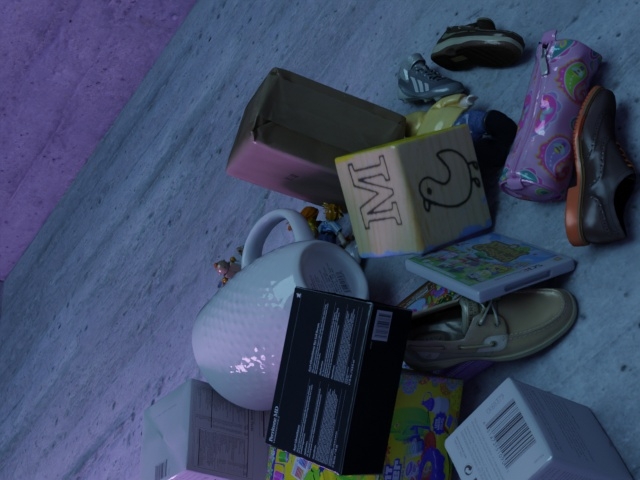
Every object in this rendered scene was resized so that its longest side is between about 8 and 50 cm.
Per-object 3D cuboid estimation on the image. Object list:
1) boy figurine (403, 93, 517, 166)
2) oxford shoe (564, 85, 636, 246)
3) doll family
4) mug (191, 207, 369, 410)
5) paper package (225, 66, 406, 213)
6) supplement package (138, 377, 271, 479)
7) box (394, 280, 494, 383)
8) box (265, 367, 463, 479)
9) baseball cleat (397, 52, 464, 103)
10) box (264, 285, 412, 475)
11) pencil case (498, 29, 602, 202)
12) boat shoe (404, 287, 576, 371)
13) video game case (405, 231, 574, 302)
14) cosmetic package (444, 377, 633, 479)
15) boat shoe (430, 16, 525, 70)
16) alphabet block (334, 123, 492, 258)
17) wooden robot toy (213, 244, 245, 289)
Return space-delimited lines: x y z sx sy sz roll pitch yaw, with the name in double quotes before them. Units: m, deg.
"boy figurine" 0.247 -0.201 1.895 0.285 0.092 0.177 15 84 60
"oxford shoe" 0.457 -0.120 1.543 0.098 0.097 0.271 -1 73 36
"doll family" 0.000 0.000 2.119 0.263 0.118 0.163 6 79 56
"mug" -0.072 0.111 1.972 0.328 0.276 0.374 -43 50 42
"paper package" -0.015 -0.196 2.022 0.325 0.310 0.168 153 135 -73
"supplement package" -0.214 0.441 2.031 0.199 0.263 0.198 -37 43 41
"box" 0.198 0.183 1.759 0.293 0.057 0.200 -42 41 35
"box" 0.067 0.355 1.662 0.279 0.177 0.289 4 84 50
"baseball cleat" 0.218 -0.337 2.019 0.206 0.072 0.109 5 107 58
"box" 0.027 0.217 1.531 0.184 0.103 0.261 10 88 46
"pencil case" 0.389 -0.207 1.653 0.124 0.124 0.284 2 74 57
"boat shoe" 0.258 0.133 1.570 0.302 0.098 0.109 -16 52 21
"video game case" 0.278 0.040 1.620 0.212 0.193 0.023 25 127 59
"cosmetic package" 0.309 0.316 1.383 0.151 0.184 0.151 -51 35 24
"boat shoe" 0.313 -0.400 1.920 0.257 0.095 0.095 12 76 59
"alphabet block" 0.169 -0.089 1.780 0.193 0.192 0.197 -7 101 54
"wooden robot toy" -0.244 0.081 2.484 0.076 0.079 0.173 10 79 58
